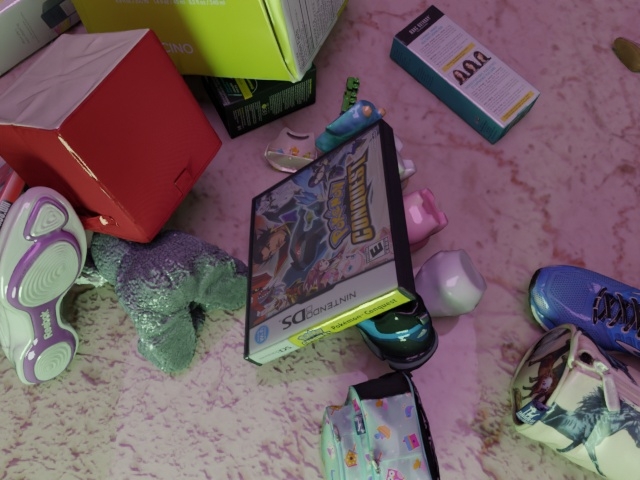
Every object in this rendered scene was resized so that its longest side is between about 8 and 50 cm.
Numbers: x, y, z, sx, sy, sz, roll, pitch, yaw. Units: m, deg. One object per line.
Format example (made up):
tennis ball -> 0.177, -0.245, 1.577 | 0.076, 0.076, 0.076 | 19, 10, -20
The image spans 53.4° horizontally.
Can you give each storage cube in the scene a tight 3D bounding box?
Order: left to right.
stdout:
storage cube -> -0.281, -0.137, 0.831 | 0.184, 0.193, 0.215 | 10, 56, 33

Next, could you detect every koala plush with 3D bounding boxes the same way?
koala plush -> -0.241, 0.034, 0.895 | 0.221, 0.203, 0.196 | 36, 74, 24

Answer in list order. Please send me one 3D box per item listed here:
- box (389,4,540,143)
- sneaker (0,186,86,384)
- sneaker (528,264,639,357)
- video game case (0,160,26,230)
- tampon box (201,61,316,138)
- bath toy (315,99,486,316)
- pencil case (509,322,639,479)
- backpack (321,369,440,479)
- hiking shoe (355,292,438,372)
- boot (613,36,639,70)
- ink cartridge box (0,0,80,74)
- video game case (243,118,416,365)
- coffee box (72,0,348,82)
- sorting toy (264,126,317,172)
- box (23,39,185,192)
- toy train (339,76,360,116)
box -> 0.240, -0.282, 1.079 | 0.100, 0.060, 0.244 | -42, 77, -15
sneaker -> -0.393, 0.051, 0.832 | 0.152, 0.305, 0.114 | 37, 37, 25
sneaker -> 0.461, 0.111, 0.900 | 0.330, 0.147, 0.129 | 22, 71, 7
video game case -> -0.486, 0.008, 0.893 | 0.025, 0.204, 0.285 | 29, 67, -33
tampon box -> -0.102, -0.267, 1.041 | 0.161, 0.101, 0.120 | -26, 73, -10
bath toy -> 0.114, -0.035, 0.954 | 0.129, 0.151, 0.348 | -34, 76, 25
pencil case -> 0.456, 0.270, 0.824 | 0.410, 0.183, 0.160 | 29, 71, 8
backpack -> 0.077, 0.281, 0.814 | 0.144, 0.166, 0.188 | -16, 70, -10
hiking shoe -> 0.037, 0.050, 0.886 | 0.304, 0.132, 0.113 | 30, 61, 30
boot -> 0.586, -0.328, 1.121 | 0.087, 0.042, 0.118 | -31, 75, -18
ink cartridge box -> -0.494, -0.469, 1.092 | 0.353, 0.119, 0.207 | -42, 76, -15
video game case -> 0.000, 0.000, 0.839 | 0.248, 0.035, 0.274 | -28, 46, 31
coffee box -> -0.158, -0.464, 0.906 | 0.338, 0.338, 0.334 | 8, 51, 20
sorting toy -> -0.042, -0.150, 1.035 | 0.083, 0.045, 0.075 | 11, 63, 3
box -> -0.343, -0.189, 1.028 | 0.216, 0.060, 0.270 | 3, 71, -1
toy train -> 0.050, -0.242, 1.082 | 0.024, 0.017, 0.083 | 8, 70, 11
